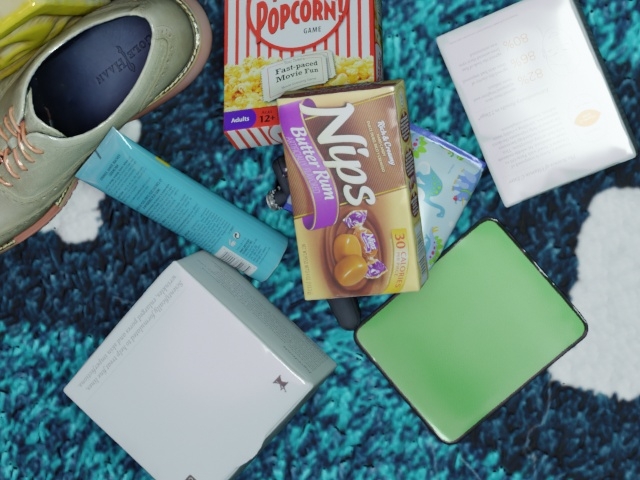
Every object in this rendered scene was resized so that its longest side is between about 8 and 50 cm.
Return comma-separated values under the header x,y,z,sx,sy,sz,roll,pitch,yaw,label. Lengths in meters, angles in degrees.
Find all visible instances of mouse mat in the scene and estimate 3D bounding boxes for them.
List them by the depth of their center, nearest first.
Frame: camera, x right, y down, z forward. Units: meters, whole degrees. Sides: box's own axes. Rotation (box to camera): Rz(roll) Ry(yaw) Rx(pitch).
x,y,z,sx,sy,sz,roll,pitch,yaw,label
0.144,0.088,1.714,0.190,0.007,0.152,-41,87,13,mouse mat

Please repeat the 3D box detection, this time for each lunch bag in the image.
x,y,z,sx,sy,sz,roll,pitch,yaw,label
0.058,-0.049,1.658,0.151,0.096,0.128,28,84,-2,lunch bag

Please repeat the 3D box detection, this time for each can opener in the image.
x,y,z,sx,sy,sz,roll,pitch,yaw,label
0.000,0.000,1.710,0.073,0.059,0.186,-17,92,14,can opener

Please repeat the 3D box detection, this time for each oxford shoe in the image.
x,y,z,sx,sy,sz,roll,pitch,yaw,label
-0.285,-0.108,1.718,0.397,0.146,0.140,-43,86,14,oxford shoe

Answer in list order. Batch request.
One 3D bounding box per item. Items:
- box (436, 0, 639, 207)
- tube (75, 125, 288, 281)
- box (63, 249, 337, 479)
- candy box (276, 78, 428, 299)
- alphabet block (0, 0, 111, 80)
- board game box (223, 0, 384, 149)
x,y,z,sx,sy,sz,roll,pitch,yaw,label
0.202,-0.133,1.629,0.130,0.091,0.170,-22,91,14,box
-0.131,-0.032,1.704,0.207,0.052,0.080,31,126,-14,tube
-0.115,0.134,1.722,0.182,0.119,0.181,43,103,5,box
0.030,-0.045,1.578,0.109,0.053,0.186,-4,103,14,candy box
-0.351,-0.258,1.695,0.193,0.192,0.197,-32,88,17,alphabet block
-0.015,-0.188,1.657,0.147,0.045,0.193,-7,68,14,board game box
